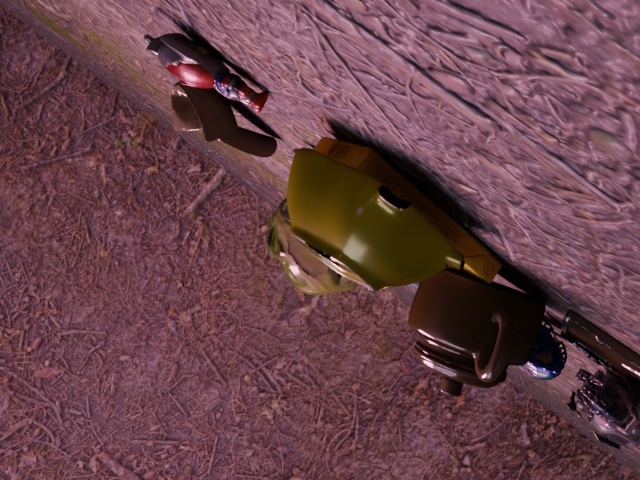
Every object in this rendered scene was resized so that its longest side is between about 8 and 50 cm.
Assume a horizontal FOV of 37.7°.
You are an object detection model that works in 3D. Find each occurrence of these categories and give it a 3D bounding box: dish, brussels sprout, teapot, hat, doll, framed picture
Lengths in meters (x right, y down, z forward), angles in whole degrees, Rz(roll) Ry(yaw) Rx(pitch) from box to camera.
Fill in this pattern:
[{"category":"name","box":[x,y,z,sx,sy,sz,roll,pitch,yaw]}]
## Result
[{"category":"dish","box":[0.050,-0.007,1.226,0.221,0.108,0.262,39,174,-34]},{"category":"brussels sprout","box":[0.000,0.000,1.850,0.244,0.244,0.244,36,177,2]},{"category":"teapot","box":[0.217,0.142,1.347,0.186,0.175,0.268,15,-176,-8]},{"category":"hat","box":[-0.166,-0.225,1.677,0.173,0.144,0.166,-12,-158,-28]},{"category":"doll","box":[-0.164,-0.241,1.327,0.195,0.062,0.104,29,-165,-2]},{"category":"framed picture","box":[0.464,0.199,1.336,0.281,0.019,0.209,35,176,16]}]

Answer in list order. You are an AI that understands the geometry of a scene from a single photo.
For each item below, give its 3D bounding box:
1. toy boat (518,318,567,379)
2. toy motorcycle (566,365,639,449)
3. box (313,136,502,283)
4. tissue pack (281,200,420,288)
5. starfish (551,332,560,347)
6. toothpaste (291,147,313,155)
[{"category":"toy boat","box":[0.333,0.151,1.458,0.175,0.091,0.110,-114,15,-63]},{"category":"toy motorcycle","box":[0.494,0.279,1.478,0.204,0.108,0.239,40,-157,11]},{"category":"box","box":[0.118,-0.043,1.287,0.269,0.043,0.152,38,176,-27]},{"category":"tissue pack","box":[0.086,-0.005,1.513,0.263,0.089,0.177,26,-177,-40]},{"category":"starfish","box":[0.357,0.149,1.664,0.150,0.053,0.209,49,-179,-2]},{"category":"toothpaste","box":[0.042,-0.091,1.475,0.233,0.038,0.060,32,-174,29]}]
